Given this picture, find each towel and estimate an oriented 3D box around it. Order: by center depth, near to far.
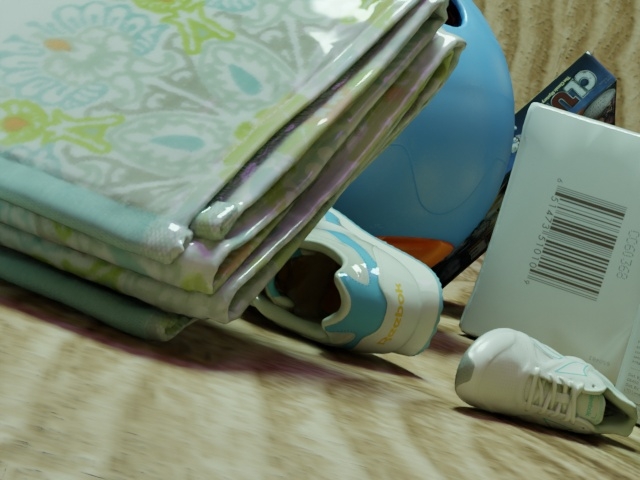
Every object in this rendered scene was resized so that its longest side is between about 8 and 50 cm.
[{"bbox_3d":[-0.138,-0.104,1.245,0.374,0.090,0.320,22,47,24],"label":"towel"}]

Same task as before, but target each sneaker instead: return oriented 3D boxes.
[{"bbox_3d":[0.147,0.093,1.264,0.152,0.054,0.061,14,8,-44],"label":"sneaker"},{"bbox_3d":[-0.020,0.016,1.379,0.092,0.087,0.228,11,6,-42],"label":"sneaker"}]

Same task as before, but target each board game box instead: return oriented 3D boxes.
[{"bbox_3d":[0.176,-0.058,1.873,0.042,0.243,0.165,47,-5,17],"label":"board game box"}]

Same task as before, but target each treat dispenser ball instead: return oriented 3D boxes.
[{"bbox_3d":[0.010,-0.098,1.584,0.288,0.288,0.288,17,4,-1],"label":"treat dispenser ball"}]

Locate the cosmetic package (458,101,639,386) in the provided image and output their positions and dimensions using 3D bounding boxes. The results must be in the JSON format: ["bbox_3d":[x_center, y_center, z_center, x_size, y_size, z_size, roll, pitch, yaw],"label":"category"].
[{"bbox_3d":[0.282,0.010,1.819,0.156,0.217,0.385,19,3,21],"label":"cosmetic package"}]

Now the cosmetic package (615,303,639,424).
[{"bbox_3d":[0.395,0.028,1.547,0.097,0.284,0.377,21,5,41],"label":"cosmetic package"}]
